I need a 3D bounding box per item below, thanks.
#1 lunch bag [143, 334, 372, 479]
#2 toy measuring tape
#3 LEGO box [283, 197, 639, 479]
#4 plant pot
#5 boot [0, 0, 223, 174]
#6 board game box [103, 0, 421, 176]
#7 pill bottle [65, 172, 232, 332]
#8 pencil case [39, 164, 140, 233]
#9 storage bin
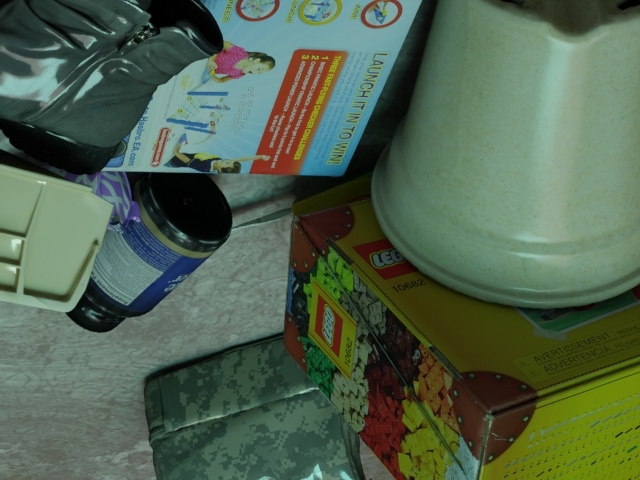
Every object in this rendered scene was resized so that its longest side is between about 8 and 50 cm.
[{"bbox_3d":[-0.087,0.304,1.972,0.305,0.256,0.212,-15,145,3],"label":"lunch bag"},{"bbox_3d":[0.000,0.000,1.685,0.330,0.121,0.121,-22,145,5],"label":"toy measuring tape"},{"bbox_3d":[0.266,0.085,1.558,0.500,0.372,0.193,-14,128,-26],"label":"LEGO box"},{"bbox_3d":[0.226,-0.156,1.421,0.334,0.334,0.305,-7,133,-10],"label":"plant pot"},{"bbox_3d":[-0.273,-0.191,1.230,0.338,0.118,0.223,13,139,-37],"label":"boot"},{"bbox_3d":[-0.082,-0.195,1.419,0.302,0.086,0.308,0,143,-20],"label":"board game box"},{"bbox_3d":[-0.212,0.013,1.635,0.123,0.122,0.219,18,135,-38],"label":"pill bottle"},{"bbox_3d":[-0.302,-0.037,1.532,0.206,0.086,0.088,-6,157,18],"label":"pencil case"},{"bbox_3d":[-0.374,-0.041,1.318,0.260,0.262,0.123,15,94,-41],"label":"storage bin"}]
